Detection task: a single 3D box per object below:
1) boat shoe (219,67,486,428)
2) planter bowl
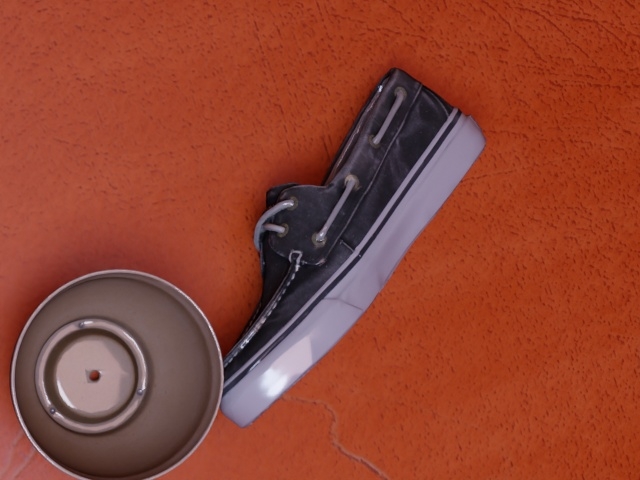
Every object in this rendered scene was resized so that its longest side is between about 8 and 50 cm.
[{"bbox_3d":[0.000,0.000,1.470,0.119,0.121,0.335,40,64,-5],"label":"boat shoe"},{"bbox_3d":[-0.167,0.106,1.395,0.162,0.109,0.162,2,85,-19],"label":"planter bowl"}]
